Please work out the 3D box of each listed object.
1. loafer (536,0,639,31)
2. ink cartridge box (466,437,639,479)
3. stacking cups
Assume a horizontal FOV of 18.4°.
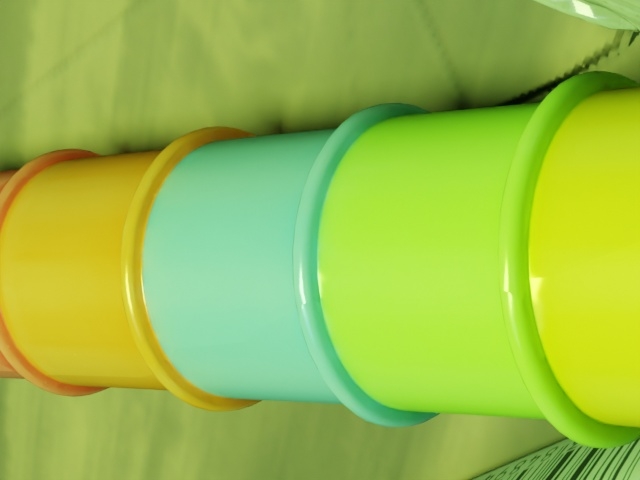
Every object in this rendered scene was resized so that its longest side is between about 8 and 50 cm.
[{"bbox_3d":[0.095,-0.088,0.386,0.319,0.111,0.112,22,94,9],"label":"loafer"},{"bbox_3d":[0.100,0.230,0.622,0.324,0.071,0.330,-32,96,45],"label":"ink cartridge box"},{"bbox_3d":[0.000,0.000,0.530,0.316,0.096,0.096,2,120,41],"label":"stacking cups"}]
